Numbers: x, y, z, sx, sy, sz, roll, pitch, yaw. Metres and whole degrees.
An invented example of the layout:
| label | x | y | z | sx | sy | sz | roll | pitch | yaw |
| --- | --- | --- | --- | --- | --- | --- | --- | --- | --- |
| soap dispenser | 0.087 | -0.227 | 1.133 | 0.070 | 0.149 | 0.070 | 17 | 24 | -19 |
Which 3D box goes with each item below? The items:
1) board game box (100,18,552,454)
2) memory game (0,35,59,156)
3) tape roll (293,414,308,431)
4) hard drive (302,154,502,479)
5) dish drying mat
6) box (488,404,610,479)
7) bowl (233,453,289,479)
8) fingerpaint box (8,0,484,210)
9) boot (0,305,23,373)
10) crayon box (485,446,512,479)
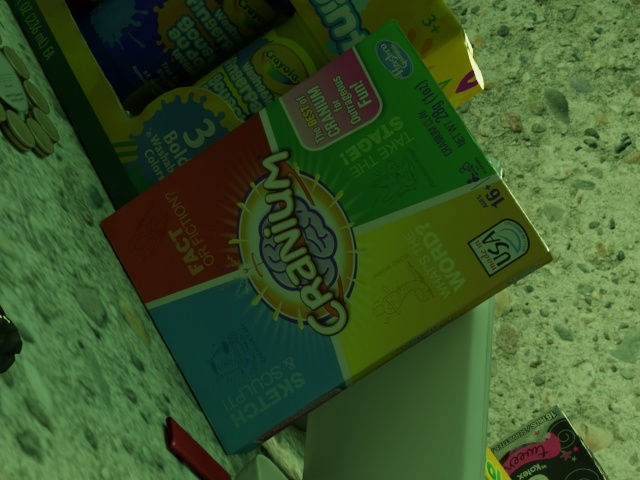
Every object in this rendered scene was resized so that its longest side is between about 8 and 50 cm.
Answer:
| label | x | y | z | sx | sy | sz | roll | pitch | yaw |
| --- | --- | --- | --- | --- | --- | --- | --- | --- | --- |
| board game box | 0.000 | 0.000 | 0.938 | 0.242 | 0.316 | 0.064 | 58 | 9 | 15 |
| memory game | -0.282 | -0.148 | 0.918 | 0.186 | 0.012 | 0.186 | 56 | 6 | -9 |
| tape roll | 0.011 | 0.100 | 1.204 | 0.219 | 0.072 | 0.219 | -6 | 90 | -73 |
| hard drive | 0.072 | 0.085 | 1.009 | 0.040 | 0.203 | 0.308 | 13 | 77 | -41 |
| dish drying mat | -0.091 | 0.168 | 0.825 | 0.083 | 0.008 | 0.032 | 53 | 8 | -35 |
| box | 0.261 | 0.361 | 1.413 | 0.163 | 0.247 | 0.142 | 50 | 8 | -42 |
| bowl | -0.022 | 0.242 | 0.784 | 0.142 | 0.053 | 0.142 | 52 | 8 | -28 |
| fingerpaint box | -0.107 | -0.252 | 1.138 | 0.445 | 0.371 | 0.163 | 60 | 7 | 20 |
| boot | -0.238 | -0.043 | 0.342 | 0.223 | 0.118 | 0.338 | 54 | 1 | 21 |
| crayon box | 0.133 | 0.294 | 1.136 | 0.203 | 0.083 | 0.323 | 53 | 25 | -26 |
